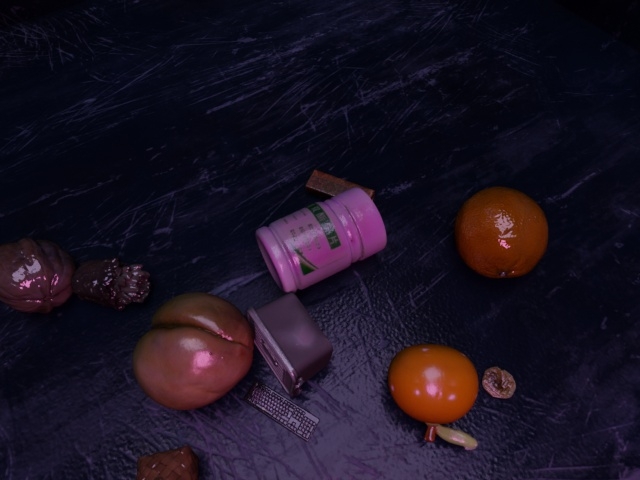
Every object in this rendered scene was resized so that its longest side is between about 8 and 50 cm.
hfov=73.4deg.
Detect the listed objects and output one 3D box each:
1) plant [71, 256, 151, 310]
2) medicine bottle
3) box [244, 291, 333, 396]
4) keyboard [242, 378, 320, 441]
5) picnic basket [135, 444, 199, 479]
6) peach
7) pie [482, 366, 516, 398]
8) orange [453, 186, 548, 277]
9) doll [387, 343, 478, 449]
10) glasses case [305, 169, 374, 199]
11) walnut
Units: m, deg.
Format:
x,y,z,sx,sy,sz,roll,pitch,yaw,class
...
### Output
x,y,z,sx,sy,sz,roll,pitch,yaw,class
-0.590,0.121,1.219,0.194,0.132,0.129,3,61,9,plant
0.000,0.000,1.230,0.325,0.212,0.212,-24,61,-13,medicine bottle
-0.081,0.259,1.114,0.134,0.163,0.243,-28,61,-25,box
-0.101,0.429,1.090,0.197,0.010,0.064,26,65,16,keyboard
-0.338,0.564,0.944,0.137,0.128,0.179,-13,50,-4,picnic basket
-0.304,0.268,1.061,0.291,0.248,0.292,2,38,-2,peach
0.460,0.368,1.107,0.084,0.020,0.085,-1,59,2,pie
0.508,-0.017,1.218,0.263,0.264,0.265,-1,59,1,orange
0.268,0.366,1.017,0.213,0.213,0.236,1,72,2,doll
0.064,-0.161,1.420,0.218,0.049,0.075,22,68,14,glasses case
-0.806,0.094,1.206,0.223,0.224,0.225,-1,59,1,walnut
